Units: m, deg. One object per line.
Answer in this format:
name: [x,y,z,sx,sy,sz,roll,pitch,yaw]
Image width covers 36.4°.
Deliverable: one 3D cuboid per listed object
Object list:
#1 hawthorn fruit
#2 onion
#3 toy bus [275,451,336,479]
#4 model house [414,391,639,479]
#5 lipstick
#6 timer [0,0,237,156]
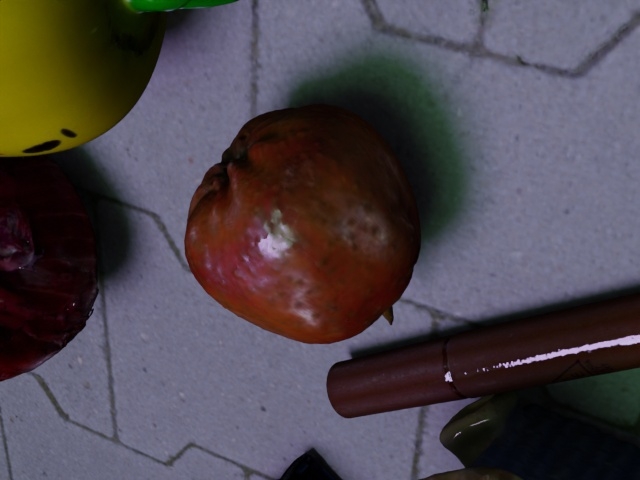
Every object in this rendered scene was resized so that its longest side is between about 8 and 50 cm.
hawthorn fruit: [0.000,0.000,0.742,0.179,0.179,0.200,-27,114,40]
onion: [-0.322,0.025,0.938,0.252,0.219,0.252,-4,75,15]
toy bus: [0.017,0.373,0.977,0.288,0.138,0.175,46,130,-1]
model house: [0.134,0.280,0.753,0.261,0.321,0.266,-28,90,37]
lipstick: [0.155,0.091,0.773,0.356,0.057,0.057,-17,108,38]
timer: [-0.185,-0.185,0.691,0.285,0.285,0.285,15,125,23]
